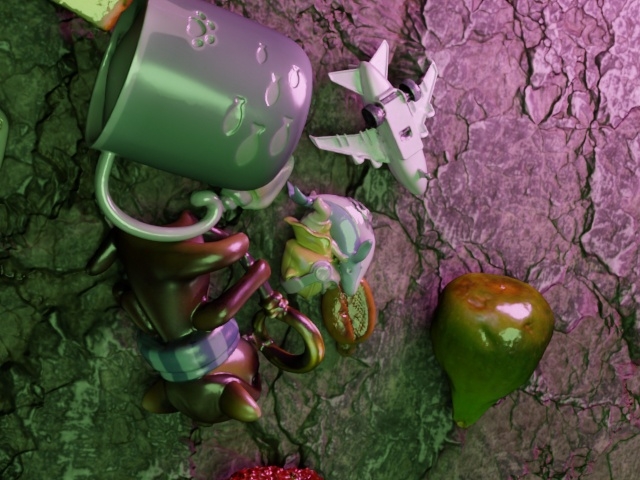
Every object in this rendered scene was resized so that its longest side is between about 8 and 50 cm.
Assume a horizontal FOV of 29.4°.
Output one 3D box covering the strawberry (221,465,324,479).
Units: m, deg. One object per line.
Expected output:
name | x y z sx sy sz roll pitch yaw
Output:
strawberry | -0.100 0.435 2.037 0.208 0.087 0.167 3 123 -41

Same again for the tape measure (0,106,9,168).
tape measure | -0.593 -0.118 1.750 0.258 0.130 0.265 14 97 -16

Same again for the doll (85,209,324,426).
doll | -0.182 0.116 1.894 0.318 0.209 0.339 -12 105 20

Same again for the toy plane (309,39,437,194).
toy plane | 0.114 -0.181 1.946 0.251 0.101 0.255 -34 109 -19

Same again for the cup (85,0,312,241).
cup | -0.184 -0.167 1.774 0.274 0.259 0.356 17 87 -20

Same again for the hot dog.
hot dog | 0.047 0.123 2.017 0.090 0.060 0.140 -16 96 -10

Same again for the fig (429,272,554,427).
fig | 0.277 0.195 2.043 0.206 0.206 0.275 -1 116 -15

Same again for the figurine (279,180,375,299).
figurine | 0.000 0.000 1.945 0.184 0.128 0.208 -34 100 -4

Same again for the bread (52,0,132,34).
bread | -0.321 -0.447 1.677 0.207 0.279 0.279 26 91 -20

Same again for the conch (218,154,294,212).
conch | -0.104 -0.086 1.924 0.180 0.065 0.088 -40 107 -16
